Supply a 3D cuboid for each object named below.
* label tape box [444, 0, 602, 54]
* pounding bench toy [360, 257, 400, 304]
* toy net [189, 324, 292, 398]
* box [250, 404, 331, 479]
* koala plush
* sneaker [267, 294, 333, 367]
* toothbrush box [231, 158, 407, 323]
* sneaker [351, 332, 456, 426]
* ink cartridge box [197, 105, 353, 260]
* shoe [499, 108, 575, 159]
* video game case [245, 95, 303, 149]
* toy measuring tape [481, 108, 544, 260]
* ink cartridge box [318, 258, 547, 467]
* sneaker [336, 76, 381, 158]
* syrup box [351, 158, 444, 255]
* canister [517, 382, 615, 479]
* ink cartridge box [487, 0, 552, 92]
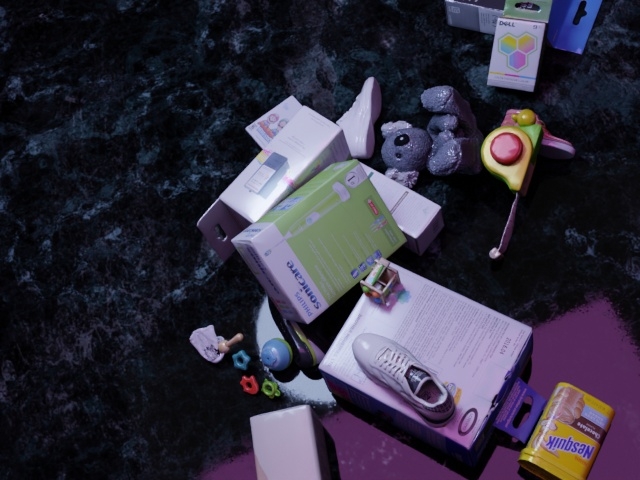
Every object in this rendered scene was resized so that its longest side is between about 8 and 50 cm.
[{"bbox_3d":[0.497,-0.601,2.131,0.333,0.106,0.241,17,69,20],"label":"label tape box"},{"bbox_3d":[0.111,0.076,1.716,0.052,0.083,0.065,29,72,24],"label":"pounding bench toy"},{"bbox_3d":[-0.171,0.247,1.879,0.232,0.045,0.122,14,105,26],"label":"toy net"},{"bbox_3d":[-0.041,0.484,1.675,0.121,0.148,0.311,-13,60,6],"label":"box"},{"bbox_3d":[0.233,-0.204,1.969,0.221,0.203,0.196,-15,72,28],"label":"koala plush"},{"bbox_3d":[-0.039,0.166,1.886,0.097,0.084,0.235,-17,63,-18],"label":"sneaker"},{"bbox_3d":[0.000,0.000,1.804,0.283,0.122,0.206,-40,106,-21],"label":"toothbrush box"},{"bbox_3d":[0.150,0.236,1.620,0.235,0.095,0.090,35,76,27],"label":"sneaker"},{"bbox_3d":[-0.087,-0.093,1.941,0.119,0.207,0.353,36,77,25],"label":"ink cartridge box"},{"bbox_3d":[0.482,-0.238,1.972,0.178,0.063,0.081,16,74,24],"label":"shoe"},{"bbox_3d":[-0.080,-0.257,2.130,0.143,0.019,0.157,-36,62,-8],"label":"video game case"},{"bbox_3d":[0.382,-0.126,1.903,0.121,0.121,0.330,17,86,20],"label":"toy measuring tape"},{"bbox_3d":[0.234,0.249,1.730,0.395,0.151,0.270,25,71,24],"label":"ink cartridge box"},{"bbox_3d":[0.084,-0.289,2.085,0.094,0.080,0.212,0,64,25],"label":"sneaker"},{"bbox_3d":[0.144,-0.074,1.946,0.236,0.093,0.096,32,75,25],"label":"syrup box"},{"bbox_3d":[0.459,0.365,1.658,0.126,0.073,0.170,29,70,8],"label":"canister"},{"bbox_3d":[0.452,-0.449,2.023,0.108,0.062,0.209,13,106,18],"label":"ink cartridge box"}]
